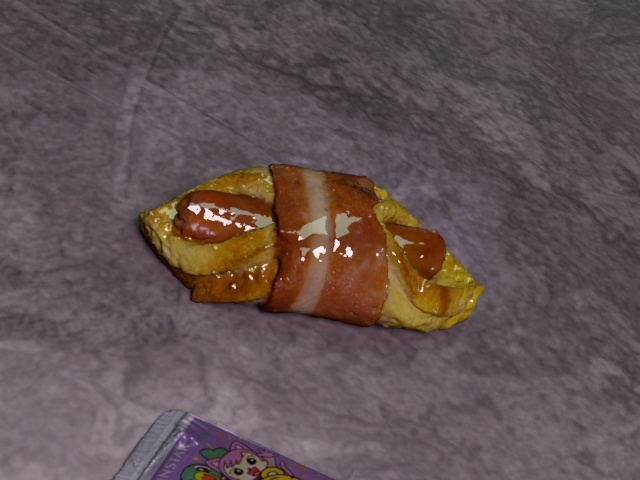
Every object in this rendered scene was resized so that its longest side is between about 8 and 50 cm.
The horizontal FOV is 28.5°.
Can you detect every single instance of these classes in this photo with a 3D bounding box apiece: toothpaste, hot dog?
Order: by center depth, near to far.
[{"bbox_3d":[0.017,0.187,0.746,0.299,0.073,0.114,21,39,10],"label":"toothpaste"},{"bbox_3d":[0.003,-0.001,0.919,0.262,0.093,0.123,8,42,-17],"label":"hot dog"}]
